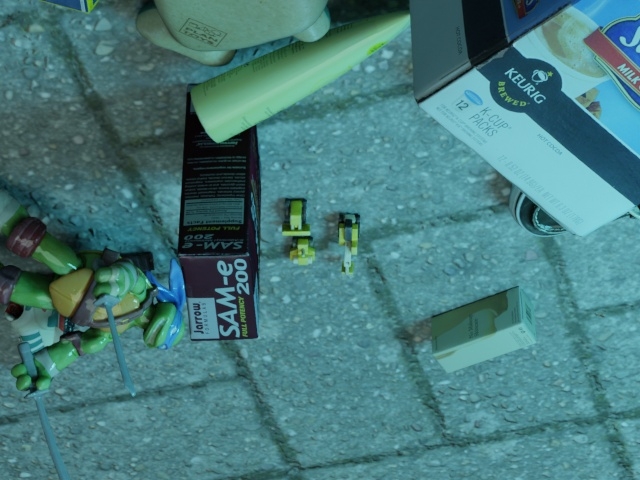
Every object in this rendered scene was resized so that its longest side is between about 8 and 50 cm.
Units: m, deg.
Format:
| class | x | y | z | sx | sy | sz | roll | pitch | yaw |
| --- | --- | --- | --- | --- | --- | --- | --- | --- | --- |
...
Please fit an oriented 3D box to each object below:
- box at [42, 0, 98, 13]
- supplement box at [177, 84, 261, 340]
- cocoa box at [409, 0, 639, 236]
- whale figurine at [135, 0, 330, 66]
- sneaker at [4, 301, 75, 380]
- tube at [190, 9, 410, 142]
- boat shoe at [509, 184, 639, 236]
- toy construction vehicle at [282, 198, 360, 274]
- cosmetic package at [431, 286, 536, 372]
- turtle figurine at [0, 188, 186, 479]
| class | x | y | z | sx | sy | sz | roll | pitch | yaw |
| --- | --- | --- | --- | --- | --- | --- | --- | --- | --- |
| box | -0.277 | -0.264 | 1.809 | 0.169 | 0.054 | 0.059 | 16 | 140 | 16 |
| supplement box | -0.098 | -0.031 | 1.968 | 0.073 | 0.239 | 0.130 | -2 | 138 | 2 |
| cocoa box | 0.227 | -0.230 | 1.668 | 0.228 | 0.347 | 0.231 | -31 | 129 | 29 |
| whale figurine | -0.086 | -0.255 | 1.827 | 0.216 | 0.141 | 0.272 | 20 | 158 | -11 |
| sneaker | -0.325 | 0.099 | 2.260 | 0.075 | 0.057 | 0.161 | 22 | 137 | 1 |
| tube | -0.008 | -0.170 | 1.903 | 0.240 | 0.070 | 0.062 | -26 | 136 | 10 |
| boat shoe | 0.334 | -0.078 | 2.003 | 0.335 | 0.119 | 0.121 | -30 | 129 | 29 |
| toy construction vehicle | 0.000 | 0.000 | 2.153 | 0.086 | 0.035 | 0.098 | 2 | 138 | -2 |
| cosmetic package | 0.185 | 0.102 | 2.247 | 0.115 | 0.060 | 0.041 | -22 | 132 | 20 |
| turtle figurine | -0.286 | 0.077 | 2.088 | 0.266 | 0.274 | 0.198 | 31 | 158 | -2 |
